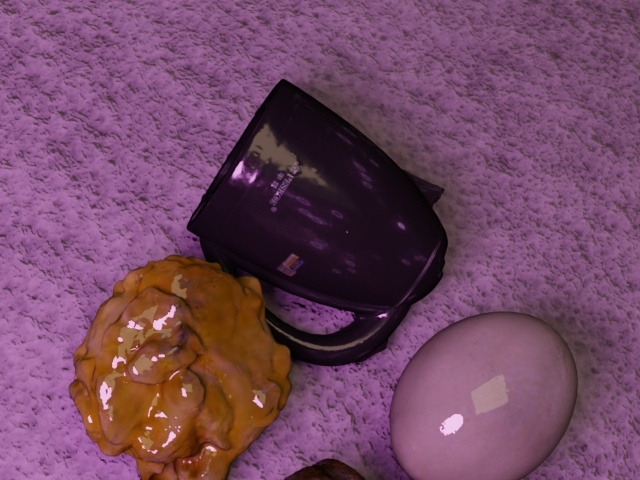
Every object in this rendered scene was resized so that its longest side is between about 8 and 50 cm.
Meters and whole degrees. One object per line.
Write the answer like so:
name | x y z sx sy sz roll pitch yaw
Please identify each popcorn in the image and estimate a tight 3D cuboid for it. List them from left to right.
popcorn | -0.154 0.149 1.353 0.233 0.192 0.266 5 84 -33

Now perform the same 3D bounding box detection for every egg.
egg | 0.183 0.183 1.429 0.186 0.186 0.253 46 57 9

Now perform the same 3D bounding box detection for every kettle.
kettle | 0.000 0.000 1.485 0.290 0.207 0.268 33 86 -10

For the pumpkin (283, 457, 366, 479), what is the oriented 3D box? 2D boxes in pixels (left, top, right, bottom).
pumpkin | 0.012 0.392 1.229 0.232 0.242 0.325 -25 69 -37
